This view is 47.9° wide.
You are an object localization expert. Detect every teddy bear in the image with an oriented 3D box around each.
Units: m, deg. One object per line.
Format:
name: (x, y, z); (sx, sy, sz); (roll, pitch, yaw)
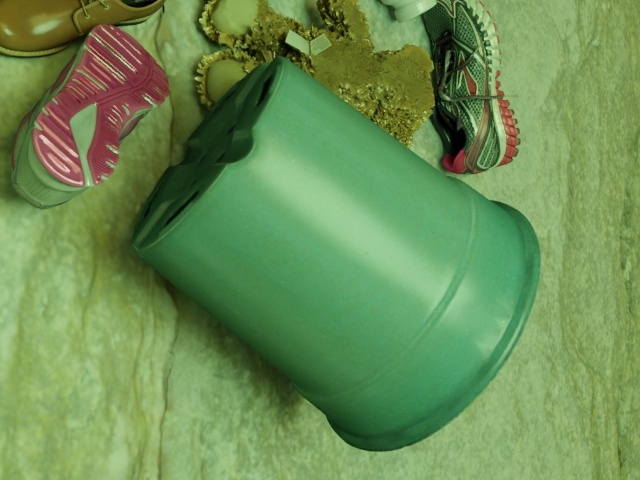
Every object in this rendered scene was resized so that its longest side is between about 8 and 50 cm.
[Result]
teddy bear: (-0.010, -0.215, 0.951); (0.337, 0.113, 0.245); (-11, 86, -33)

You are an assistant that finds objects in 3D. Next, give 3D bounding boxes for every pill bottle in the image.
pill bottle: (0.114, -0.408, 1.070); (0.086, 0.086, 0.152); (-42, 111, -35)

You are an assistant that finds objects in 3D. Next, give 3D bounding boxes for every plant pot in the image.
plant pot: (0.000, 0.000, 0.800); (0.334, 0.341, 0.341); (38, 63, -22)

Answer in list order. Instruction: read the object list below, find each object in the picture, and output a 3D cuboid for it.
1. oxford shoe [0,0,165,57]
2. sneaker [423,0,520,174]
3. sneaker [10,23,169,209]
oxford shoe: (-0.252, -0.250, 0.755); (0.212, 0.076, 0.076); (-33, 108, -36)
sneaker: (0.220, -0.252, 1.129); (0.111, 0.121, 0.299); (-19, 93, -19)
sneaker: (-0.244, -0.128, 0.736); (0.103, 0.111, 0.252); (46, 37, -23)
